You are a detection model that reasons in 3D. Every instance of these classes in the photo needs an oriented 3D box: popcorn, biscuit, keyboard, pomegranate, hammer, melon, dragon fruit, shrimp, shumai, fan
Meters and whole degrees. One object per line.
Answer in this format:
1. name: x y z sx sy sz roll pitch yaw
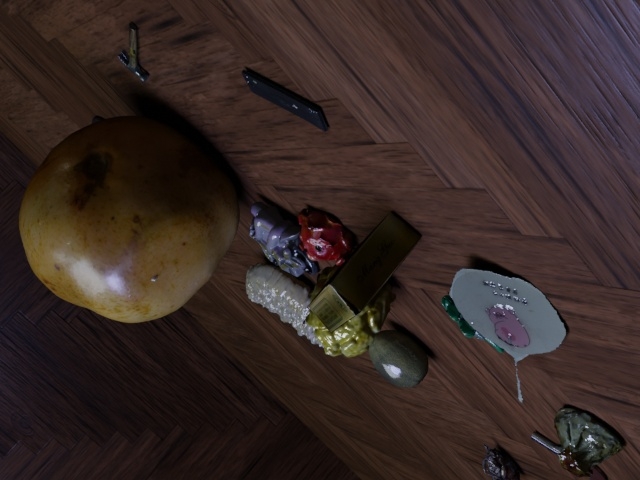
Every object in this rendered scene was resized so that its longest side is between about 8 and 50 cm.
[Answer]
1. popcorn: 0.054 0.125 1.828 0.174 0.168 0.195 5 178 -5
2. biscuit: -0.055 0.135 2.266 0.281 0.084 0.179 33 158 21
3. keyboard: -0.051 -0.201 1.457 0.155 0.010 0.053 32 163 30
4. pomegranate: -0.361 -0.032 1.975 0.417 0.416 0.416 38 164 13
5. hammer: -0.324 -0.331 1.749 0.062 0.017 0.182 40 163 3
6. melon: 0.153 0.231 1.997 0.131 0.098 0.098 42 165 9
7. dragon fruit: 0.002 0.000 1.781 0.126 0.068 0.112 30 161 30
8. shrimp: 0.387 0.494 2.217 0.165 0.065 0.056 49 -174 -26
9. shumai: 0.422 0.336 1.659 0.099 0.087 0.124 47 165 -25
10. fan: 0.282 0.153 1.504 0.182 0.010 0.310 16 143 32

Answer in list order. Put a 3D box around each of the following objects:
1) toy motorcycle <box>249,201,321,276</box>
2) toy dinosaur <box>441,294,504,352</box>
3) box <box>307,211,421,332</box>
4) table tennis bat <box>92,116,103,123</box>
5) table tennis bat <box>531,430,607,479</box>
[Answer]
1. toy motorcycle: -0.079 -0.006 1.938 0.152 0.073 0.225 61 161 -18
2. toy dinosaur: 0.240 0.128 1.598 0.132 0.059 0.096 45 175 19
3. box: 0.063 0.056 1.615 0.071 0.159 0.240 43 166 2
4. table tennis bat: -0.430 -0.180 2.406 0.301 0.022 0.173 45 164 -10
5. table tennis bat: 0.462 0.404 1.888 0.158 0.014 0.095 30 163 29
